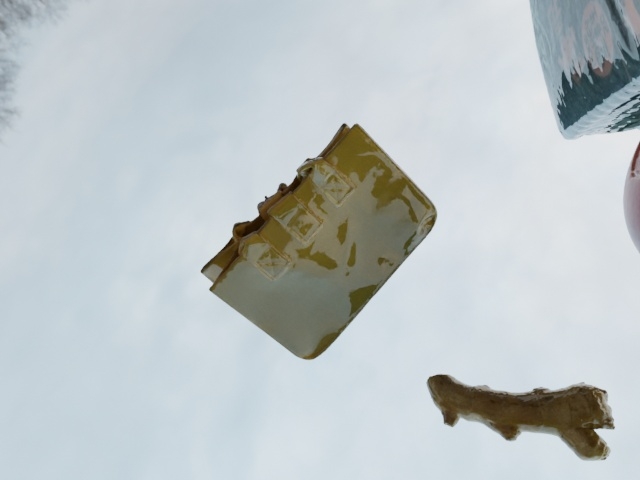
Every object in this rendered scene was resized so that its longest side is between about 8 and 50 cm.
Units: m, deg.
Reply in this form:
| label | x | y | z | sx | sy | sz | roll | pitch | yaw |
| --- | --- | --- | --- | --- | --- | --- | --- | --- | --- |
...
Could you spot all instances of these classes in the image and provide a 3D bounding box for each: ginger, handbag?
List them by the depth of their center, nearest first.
| label | x | y | z | sx | sy | sz | roll | pitch | yaw |
| --- | --- | --- | --- | --- | --- | --- | --- | --- | --- |
| ginger | 0.314 | 0.269 | 1.005 | 0.298 | 0.065 | 0.118 | 5 | -120 | 30 |
| handbag | 0.000 | 0.000 | 1.169 | 0.401 | 0.283 | 0.133 | -47 | -148 | 0 |

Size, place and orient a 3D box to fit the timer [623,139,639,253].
| label | x | y | z | sx | sy | sz | roll | pitch | yaw |
| --- | --- | --- | --- | --- | --- | --- | --- | --- | --- |
| timer | 0.613 | -0.099 | 0.884 | 0.279 | 0.378 | 0.378 | 27 | -108 | 9 |

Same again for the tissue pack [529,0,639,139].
| label | x | y | z | sx | sy | sz | roll | pitch | yaw |
| --- | --- | --- | --- | --- | --- | --- | --- | --- | --- |
| tissue pack | 0.232 | -0.213 | 0.450 | 0.103 | 0.315 | 0.228 | -8 | -92 | 7 |
